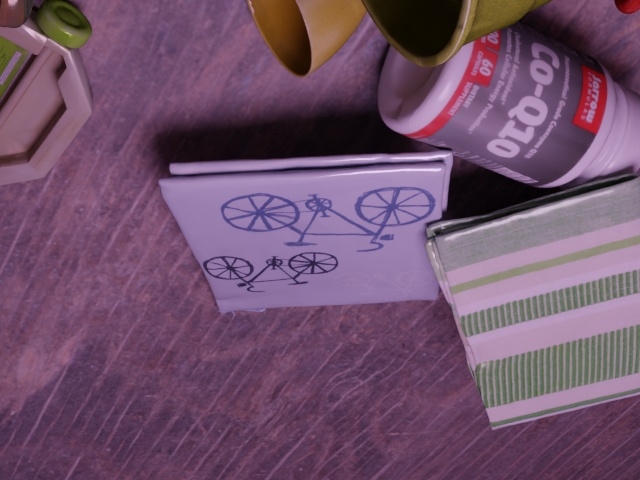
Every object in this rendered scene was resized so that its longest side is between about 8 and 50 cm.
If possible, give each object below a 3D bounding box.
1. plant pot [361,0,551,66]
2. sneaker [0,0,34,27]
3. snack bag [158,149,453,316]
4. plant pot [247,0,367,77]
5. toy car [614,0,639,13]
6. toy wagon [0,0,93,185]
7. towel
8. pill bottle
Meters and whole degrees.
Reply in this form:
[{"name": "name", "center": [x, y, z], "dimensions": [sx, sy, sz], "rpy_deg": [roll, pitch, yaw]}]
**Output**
[{"name": "plant pot", "center": [0.195, -0.371, 0.737], "dimensions": [0.353, 0.366, 0.366], "rpy_deg": [-21, 133, -9]}, {"name": "sneaker", "center": [-0.249, -0.289, 0.852], "dimensions": [0.086, 0.064, 0.192], "rpy_deg": [3, 104, -27]}, {"name": "snack bag", "center": [0.000, 0.000, 1.133], "dimensions": [0.323, 0.037, 0.342], "rpy_deg": [-4, 150, 5]}, {"name": "plant pot", "center": [-0.006, -0.247, 0.940], "dimensions": [0.095, 0.134, 0.134], "rpy_deg": [-30, 135, -17]}, {"name": "toy car", "center": [0.338, -0.297, 0.954], "dimensions": [0.182, 0.159, 0.136], "rpy_deg": [26, 159, -30]}, {"name": "toy wagon", "center": [-0.412, -0.186, 0.947], "dimensions": [0.344, 0.068, 0.267], "rpy_deg": [28, 121, -30]}, {"name": "towel", "center": [0.282, 0.085, 1.115], "dimensions": [0.248, 0.038, 0.324], "rpy_deg": [-15, 122, 11]}, {"name": "pill bottle", "center": [0.221, -0.153, 1.030], "dimensions": [0.283, 0.161, 0.161], "rpy_deg": [18, 126, -25]}]
